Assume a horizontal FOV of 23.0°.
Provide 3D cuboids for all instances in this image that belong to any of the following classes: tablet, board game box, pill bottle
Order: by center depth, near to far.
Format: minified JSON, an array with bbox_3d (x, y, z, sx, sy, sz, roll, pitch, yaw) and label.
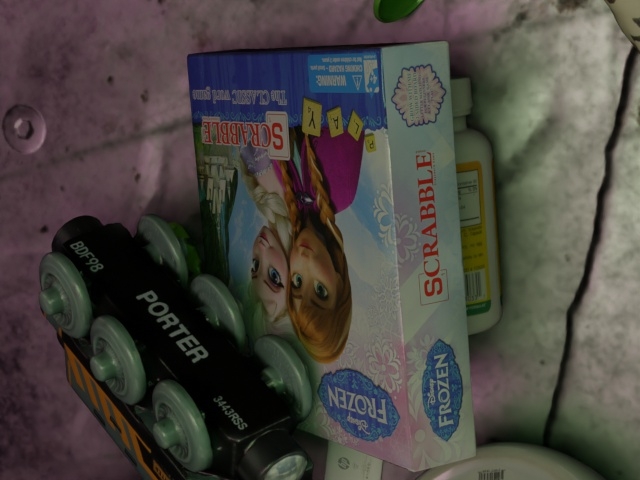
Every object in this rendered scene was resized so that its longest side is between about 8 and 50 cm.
[{"bbox_3d":[0.000,0.000,1.285,0.318,0.065,0.318,8,106,59],"label":"board game box"},{"bbox_3d":[0.088,-0.030,1.310,0.117,0.117,0.208,-1,100,22],"label":"pill bottle"},{"bbox_3d":[0.030,0.205,1.437,0.054,0.006,0.083,10,103,20],"label":"tablet"}]

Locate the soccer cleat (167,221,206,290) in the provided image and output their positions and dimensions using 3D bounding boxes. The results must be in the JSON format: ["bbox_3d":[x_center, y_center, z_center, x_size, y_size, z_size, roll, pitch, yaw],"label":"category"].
[{"bbox_3d":[-0.137,0.073,1.453,0.072,0.060,0.179,-6,98,35],"label":"soccer cleat"}]

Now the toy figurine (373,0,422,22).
[{"bbox_3d":[0.038,-0.295,1.304,0.159,0.130,0.173,45,138,23],"label":"toy figurine"}]

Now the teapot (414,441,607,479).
[{"bbox_3d":[0.170,0.299,1.310,0.252,0.187,0.256,-48,53,3],"label":"teapot"}]

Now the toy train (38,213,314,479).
[{"bbox_3d":[-0.127,0.122,1.319,0.334,0.142,0.190,43,143,34],"label":"toy train"}]

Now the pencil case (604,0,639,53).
[{"bbox_3d":[0.236,-0.265,1.172,0.160,0.183,0.410,-36,86,37],"label":"pencil case"}]
